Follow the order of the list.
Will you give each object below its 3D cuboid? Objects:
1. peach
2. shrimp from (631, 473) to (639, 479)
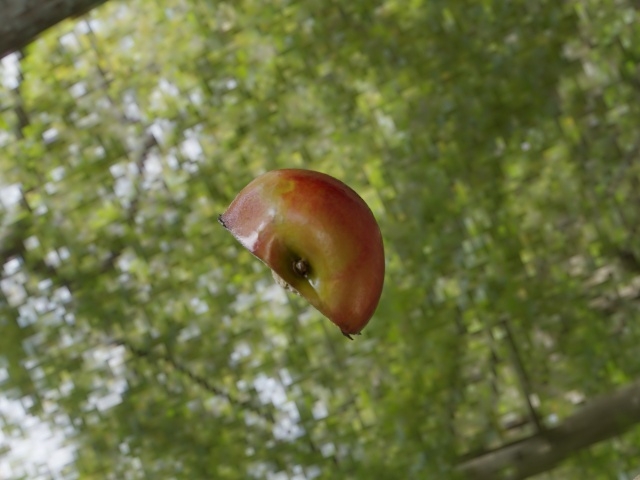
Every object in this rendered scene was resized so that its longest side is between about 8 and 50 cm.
[{"bbox_3d":[0.000,0.000,0.884,0.098,0.061,0.098,41,-172,-7],"label":"peach"},{"bbox_3d":[0.065,0.150,0.445,0.077,0.168,0.317,41,-151,-2],"label":"shrimp"}]
